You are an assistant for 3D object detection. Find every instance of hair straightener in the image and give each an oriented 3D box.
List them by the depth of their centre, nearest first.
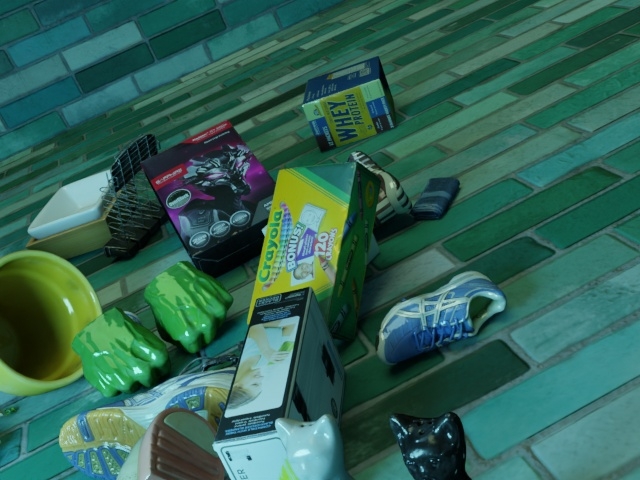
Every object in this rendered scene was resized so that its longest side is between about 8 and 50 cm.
[{"bbox_3d":[-0.134,0.205,1.232,0.230,0.047,0.089,-20,26,16],"label":"hair straightener"}]

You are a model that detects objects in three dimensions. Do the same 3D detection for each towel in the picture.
[{"bbox_3d":[0.221,-0.082,1.483,0.067,0.029,0.119,-3,33,34],"label":"towel"}]

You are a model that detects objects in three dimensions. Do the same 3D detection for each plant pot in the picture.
[{"bbox_3d":[-0.573,0.173,1.428,0.239,0.254,0.254,-24,22,34],"label":"plant pot"}]

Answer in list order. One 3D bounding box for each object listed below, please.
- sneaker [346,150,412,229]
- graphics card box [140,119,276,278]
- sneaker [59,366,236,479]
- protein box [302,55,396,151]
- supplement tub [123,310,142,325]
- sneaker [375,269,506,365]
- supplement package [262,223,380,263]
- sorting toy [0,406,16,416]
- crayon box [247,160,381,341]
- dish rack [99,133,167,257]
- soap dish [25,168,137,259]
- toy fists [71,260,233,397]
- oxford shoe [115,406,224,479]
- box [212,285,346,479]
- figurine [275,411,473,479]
[{"bbox_3d":[0.059,-0.083,1.538,0.162,0.106,0.281,-37,21,-2],"label":"sneaker"},{"bbox_3d":[-0.224,-0.097,1.673,0.232,0.094,0.371,-27,47,-10],"label":"graphics card box"},{"bbox_3d":[-0.239,0.268,1.150,0.296,0.112,0.131,-15,10,14],"label":"sneaker"},{"bbox_3d":[0.075,-0.352,1.976,0.201,0.136,0.200,-17,27,13],"label":"protein box"},{"bbox_3d":[-0.367,0.184,1.413,0.071,0.071,0.107,-20,27,7],"label":"supplement tub"},{"bbox_3d":[0.172,0.112,1.106,0.211,0.080,0.081,-32,24,-14],"label":"sneaker"},{"bbox_3d":[0.000,0.000,1.422,0.179,0.105,0.105,6,38,46],"label":"supplement package"},{"bbox_3d":[-0.582,0.311,1.371,0.083,0.012,0.062,-8,-1,-29],"label":"sorting toy"},{"bbox_3d":[-0.009,0.018,1.262,0.165,0.081,0.279,-1,71,38],"label":"crayon box"},{"bbox_3d":[-0.440,-0.110,1.815,0.074,0.272,0.208,12,39,17],"label":"dish rack"},{"bbox_3d":[-0.610,-0.067,2.017,0.228,0.118,0.291,-18,27,11],"label":"soap dish"},{"bbox_3d":[-0.277,0.159,1.325,0.279,0.096,0.142,-36,59,-26],"label":"toy fists"},{"bbox_3d":[-0.201,0.387,0.888,0.146,0.140,0.397,-46,21,29],"label":"oxford shoe"},{"bbox_3d":[-0.040,0.212,0.997,0.087,0.169,0.290,-13,27,14],"label":"box"},{"bbox_3d":[0.071,0.252,0.782,0.214,0.210,0.092,-8,30,28],"label":"figurine"}]
